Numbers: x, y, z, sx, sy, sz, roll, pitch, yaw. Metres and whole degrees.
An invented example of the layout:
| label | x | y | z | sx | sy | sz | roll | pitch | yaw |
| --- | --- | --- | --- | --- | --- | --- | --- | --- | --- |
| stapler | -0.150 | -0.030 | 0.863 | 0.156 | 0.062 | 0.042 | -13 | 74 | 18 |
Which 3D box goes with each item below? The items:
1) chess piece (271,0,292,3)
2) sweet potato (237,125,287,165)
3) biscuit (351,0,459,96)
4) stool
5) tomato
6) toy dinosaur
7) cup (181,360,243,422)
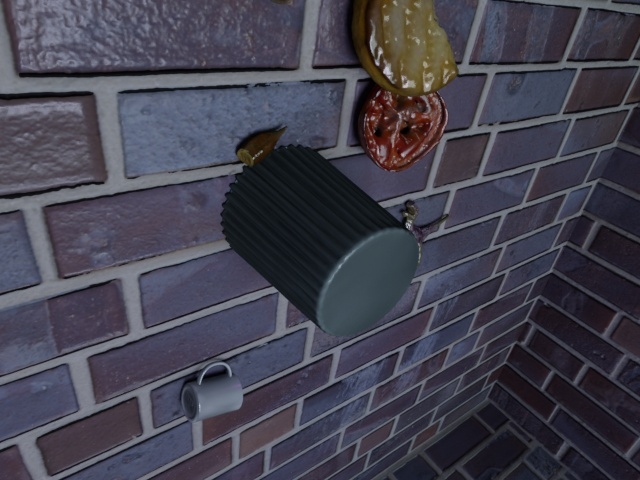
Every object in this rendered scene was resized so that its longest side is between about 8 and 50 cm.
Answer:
| label | x | y | z | sx | sy | sz | roll | pitch | yaw |
| --- | --- | --- | --- | --- | --- | --- | --- | --- | --- |
| chess piece | -0.067 | -0.425 | 0.736 | 0.038 | 0.084 | 0.083 | -54 | 144 | -23 |
| sweet potato | -0.110 | -0.194 | 0.909 | 0.117 | 0.049 | 0.049 | -41 | 140 | -16 |
| biscuit | 0.160 | -0.418 | 0.910 | 0.213 | 0.091 | 0.274 | -28 | 118 | -15 |
| stool | 0.000 | 0.000 | 0.942 | 0.297 | 0.330 | 0.297 | -23 | 134 | -27 |
| tomato | 0.177 | -0.282 | 1.065 | 0.228 | 0.101 | 0.227 | -12 | 119 | -22 |
| toy dinosaur | 0.308 | -0.018 | 1.416 | 0.251 | 0.072 | 0.199 | 19 | 97 | -38 |
| cup | -0.284 | 0.388 | 1.191 | 0.133 | 0.136 | 0.099 | -2 | 164 | -42 |
